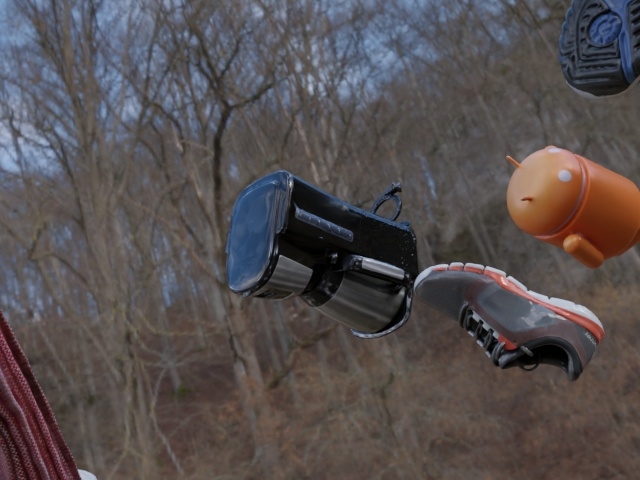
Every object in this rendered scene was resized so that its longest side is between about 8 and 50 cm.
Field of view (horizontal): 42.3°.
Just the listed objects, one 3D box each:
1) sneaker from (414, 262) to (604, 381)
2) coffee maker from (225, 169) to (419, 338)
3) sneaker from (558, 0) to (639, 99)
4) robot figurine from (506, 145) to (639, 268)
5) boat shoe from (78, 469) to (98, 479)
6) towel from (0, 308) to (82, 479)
[{"bbox_3d":[0.145,0.068,0.668,0.158,0.065,0.061,17,-31,20],"label":"sneaker"},{"bbox_3d":[0.000,0.000,0.844,0.178,0.171,0.120,24,-50,-32],"label":"coffee maker"},{"bbox_3d":[0.222,-0.157,0.464,0.211,0.080,0.081,-47,-37,5],"label":"sneaker"},{"bbox_3d":[0.349,-0.048,1.133,0.219,0.158,0.128,20,-5,-23],"label":"robot figurine"},{"bbox_3d":[-0.246,0.181,0.583,0.096,0.088,0.267,9,-2,33],"label":"boat shoe"},{"bbox_3d":[-0.267,0.041,0.428,0.037,0.329,0.237,-45,-48,-43],"label":"towel"}]
